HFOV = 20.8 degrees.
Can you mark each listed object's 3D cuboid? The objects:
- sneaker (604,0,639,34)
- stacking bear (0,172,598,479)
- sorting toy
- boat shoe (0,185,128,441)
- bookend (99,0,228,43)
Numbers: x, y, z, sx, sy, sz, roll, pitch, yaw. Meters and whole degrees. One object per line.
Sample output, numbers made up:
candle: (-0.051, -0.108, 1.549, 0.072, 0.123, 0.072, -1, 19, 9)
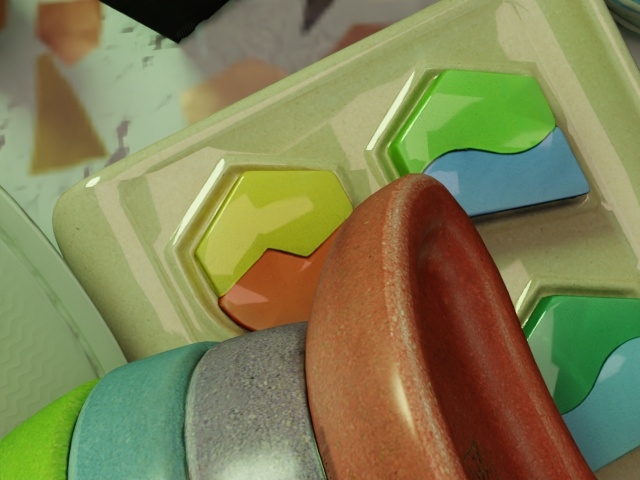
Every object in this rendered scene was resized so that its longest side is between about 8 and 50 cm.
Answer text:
sneaker: (0.209, -0.124, 0.617, 0.237, 0.086, 0.085, -13, 80, -4)
stacking bear: (-0.064, 0.124, 0.520, 0.289, 0.164, 0.175, -27, 90, 16)
sorting toy: (0.039, 0.025, 0.602, 0.208, 0.038, 0.193, -27, 90, -5)
boat shoe: (-0.181, -0.022, 0.583, 0.114, 0.091, 0.302, -44, 104, 7)
bookend: (-0.048, -0.183, 0.621, 0.157, 0.072, 0.156, -40, 70, 12)
